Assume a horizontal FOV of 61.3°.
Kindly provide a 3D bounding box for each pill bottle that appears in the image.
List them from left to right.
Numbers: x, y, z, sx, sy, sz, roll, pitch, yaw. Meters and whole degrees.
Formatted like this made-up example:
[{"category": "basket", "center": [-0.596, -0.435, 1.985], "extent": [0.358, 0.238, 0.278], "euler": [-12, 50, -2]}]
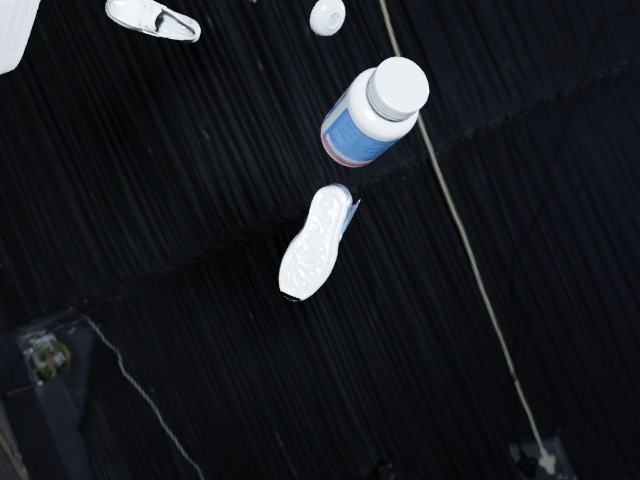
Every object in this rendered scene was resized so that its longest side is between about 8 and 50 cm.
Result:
[{"category": "pill bottle", "center": [0.090, -0.215, 0.920], "extent": [0.124, 0.124, 0.221], "euler": [-23, 178, -21]}]

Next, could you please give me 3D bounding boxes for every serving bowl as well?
[{"category": "serving bowl", "center": [0.019, -0.453, 1.100], "extent": [0.083, 0.027, 0.083], "euler": [-30, 147, -22]}]

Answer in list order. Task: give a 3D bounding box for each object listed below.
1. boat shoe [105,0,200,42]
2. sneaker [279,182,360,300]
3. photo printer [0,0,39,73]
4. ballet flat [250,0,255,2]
[{"category": "boat shoe", "center": [-0.494, -0.659, 1.598], "extent": [0.277, 0.098, 0.096], "euler": [10, -162, -16]}, {"category": "sneaker", "center": [0.000, -0.001, 1.475], "extent": [0.130, 0.323, 0.236], "euler": [22, -174, 6]}, {"category": "photo printer", "center": [-0.635, -0.385, 0.934], "extent": [0.256, 0.107, 0.307], "euler": [-51, -171, 31]}, {"category": "ballet flat", "center": [-0.221, -0.733, 1.578], "extent": [0.041, 0.114, 0.041], "euler": [-17, 160, -7]}]
